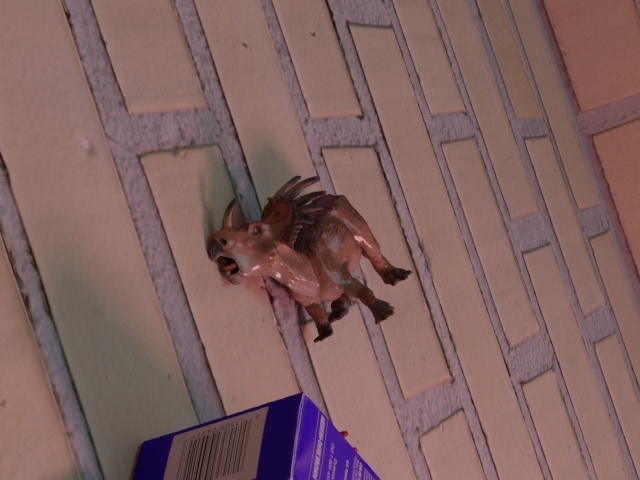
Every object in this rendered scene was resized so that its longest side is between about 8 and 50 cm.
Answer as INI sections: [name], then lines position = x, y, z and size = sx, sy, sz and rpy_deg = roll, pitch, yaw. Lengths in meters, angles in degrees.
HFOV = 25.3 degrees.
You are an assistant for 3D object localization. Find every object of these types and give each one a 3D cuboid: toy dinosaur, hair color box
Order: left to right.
[hair color box]
position = -0.010, 0.302, 1.339
size = 0.339, 0.185, 0.110
rpy_deg = 51, 32, -34
[toy dinosaur]
position = 0.000, 0.000, 1.656
size = 0.200, 0.127, 0.296
rpy_deg = 59, 21, -8

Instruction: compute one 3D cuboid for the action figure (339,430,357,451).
[action figure]
position = 0.000, 0.245, 1.579
size = 0.115, 0.030, 0.038
rpy_deg = -22, 87, -60
